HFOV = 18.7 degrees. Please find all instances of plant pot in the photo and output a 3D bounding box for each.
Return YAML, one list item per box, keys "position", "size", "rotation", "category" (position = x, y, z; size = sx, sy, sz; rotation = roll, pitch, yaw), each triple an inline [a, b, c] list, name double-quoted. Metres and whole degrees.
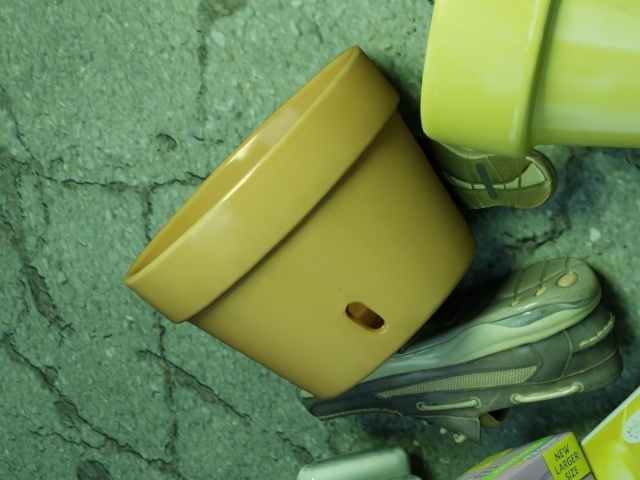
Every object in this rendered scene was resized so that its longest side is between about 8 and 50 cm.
- position: [0.221, -0.173, 1.463]
  size: [0.239, 0.254, 0.254]
  rotation: [13, 126, 10]
  category: "plant pot"
- position: [0.000, 0.000, 1.704]
  size: [0.203, 0.291, 0.291]
  rotation: [44, 135, -7]
  category: "plant pot"

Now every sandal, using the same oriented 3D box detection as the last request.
- position: [0.150, -0.066, 1.696]
  size: [0.180, 0.049, 0.072]
  rotation: [9, 128, 54]
  category: "sandal"

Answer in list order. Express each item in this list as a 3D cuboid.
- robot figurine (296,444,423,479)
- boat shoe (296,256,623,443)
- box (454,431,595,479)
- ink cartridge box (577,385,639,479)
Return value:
- position: [0.063, 0.385, 1.937]
  size: [0.200, 0.300, 0.353]
  rotation: [-11, 110, -6]
  category: "robot figurine"
- position: [0.123, 0.127, 1.789]
  size: [0.355, 0.132, 0.130]
  rotation: [-20, 104, 44]
  category: "boat shoe"
- position: [0.177, 0.328, 1.711]
  size: [0.117, 0.213, 0.243]
  rotation: [-26, 90, 45]
  category: "box"
- position: [0.325, 0.312, 1.768]
  size: [0.307, 0.072, 0.303]
  rotation: [51, 132, 14]
  category: "ink cartridge box"
